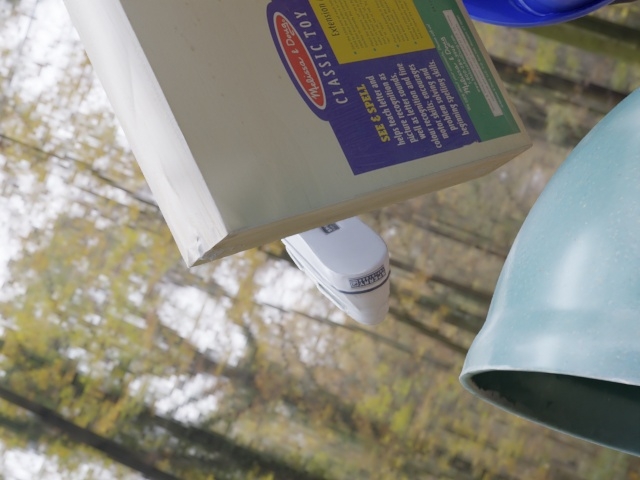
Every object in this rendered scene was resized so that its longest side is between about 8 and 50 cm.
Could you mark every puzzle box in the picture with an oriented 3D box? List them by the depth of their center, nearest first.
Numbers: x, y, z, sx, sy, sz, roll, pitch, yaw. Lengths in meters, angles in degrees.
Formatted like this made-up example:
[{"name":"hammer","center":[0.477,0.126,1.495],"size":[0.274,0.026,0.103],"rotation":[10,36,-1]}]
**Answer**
[{"name":"puzzle box","center":[-0.052,-0.201,0.776],"size":[0.272,0.409,0.052],"rotation":[-17,-12,-42]}]

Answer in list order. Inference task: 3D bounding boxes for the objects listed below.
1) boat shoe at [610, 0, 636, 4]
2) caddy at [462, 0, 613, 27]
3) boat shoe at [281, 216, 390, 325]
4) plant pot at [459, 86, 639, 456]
[{"name":"boat shoe","center":[0.415,-0.371,1.408],"size":[0.158,0.340,0.127],"rotation":[46,-133,-44]},{"name":"caddy","center":[0.182,-0.343,1.012],"size":[0.179,0.241,0.341],"rotation":[61,-131,-72]},{"name":"boat shoe","center":[0.000,0.000,1.311],"size":[0.258,0.095,0.084],"rotation":[-121,15,-54]},{"name":"plant pot","center":[0.231,0.009,0.577],"size":[0.293,0.293,0.196],"rotation":[58,-132,-73]}]
